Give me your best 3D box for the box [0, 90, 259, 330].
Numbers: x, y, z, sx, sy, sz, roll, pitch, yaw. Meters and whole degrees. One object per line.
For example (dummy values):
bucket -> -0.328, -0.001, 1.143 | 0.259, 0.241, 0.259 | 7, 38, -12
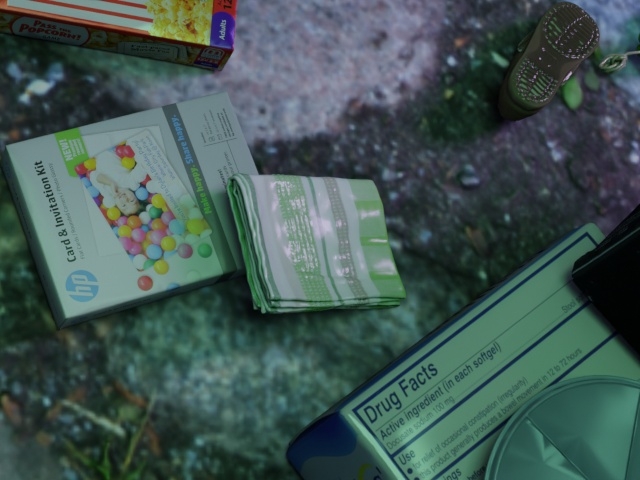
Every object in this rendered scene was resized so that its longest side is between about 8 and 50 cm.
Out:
box -> -0.136, -0.026, 1.415 | 0.186, 0.038, 0.145 | -16, 77, -21

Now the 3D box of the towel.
towel -> 0.000, 0.000, 1.429 | 0.152, 0.023, 0.113 | -1, 72, -42

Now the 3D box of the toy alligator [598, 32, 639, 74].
toy alligator -> 0.314, -0.177, 1.611 | 0.190, 0.056, 0.051 | -36, 126, -25

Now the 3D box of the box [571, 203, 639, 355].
box -> 0.402, 0.020, 1.348 | 0.296, 0.183, 0.294 | 48, 57, 1

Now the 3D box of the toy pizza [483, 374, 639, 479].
toy pizza -> 0.205, 0.194, 1.288 | 0.201, 0.032, 0.201 | 5, 70, -16

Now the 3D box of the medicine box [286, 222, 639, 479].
medicine box -> 0.172, 0.183, 1.381 | 0.263, 0.149, 0.289 | -35, 84, -25

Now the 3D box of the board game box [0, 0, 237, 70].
board game box -> -0.163, -0.225, 1.472 | 0.194, 0.045, 0.146 | 8, 69, -15

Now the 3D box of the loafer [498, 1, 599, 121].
loafer -> 0.189, -0.153, 1.562 | 0.056, 0.050, 0.148 | 46, 49, -2
